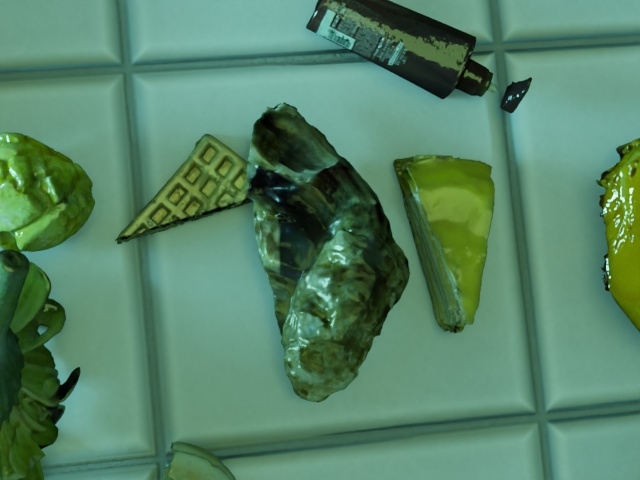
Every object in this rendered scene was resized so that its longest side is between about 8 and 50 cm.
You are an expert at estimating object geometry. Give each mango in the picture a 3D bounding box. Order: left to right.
[{"bbox_3d":[0.374,0.014,1.398,0.153,0.126,0.252,-19,96,-30],"label":"mango"}]

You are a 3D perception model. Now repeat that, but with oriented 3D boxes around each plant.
[{"bbox_3d":[-0.305,0.114,1.208,0.297,0.261,0.306,-35,64,16],"label":"plant"}]

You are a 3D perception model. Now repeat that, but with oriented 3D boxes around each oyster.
[{"bbox_3d":[-0.004,0.002,1.350,0.166,0.094,0.294,-25,90,-15],"label":"oyster"}]

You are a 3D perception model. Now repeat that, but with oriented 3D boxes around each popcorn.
[{"bbox_3d":[-0.284,-0.042,1.314,0.120,0.116,0.106,9,116,-47],"label":"popcorn"}]

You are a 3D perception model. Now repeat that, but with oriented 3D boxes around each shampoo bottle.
[{"bbox_3d":[0.104,-0.199,1.407,0.236,0.068,0.067,25,78,-6],"label":"shampoo bottle"}]

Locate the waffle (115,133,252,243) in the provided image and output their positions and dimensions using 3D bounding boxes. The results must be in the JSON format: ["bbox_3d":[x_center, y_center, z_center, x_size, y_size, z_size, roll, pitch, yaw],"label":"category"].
[{"bbox_3d":[-0.126,-0.028,1.373,0.097,0.023,0.153,41,77,-2],"label":"waffle"}]

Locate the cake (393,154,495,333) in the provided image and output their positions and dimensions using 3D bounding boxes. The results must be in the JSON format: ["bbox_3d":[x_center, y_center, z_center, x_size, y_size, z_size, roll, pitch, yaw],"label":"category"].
[{"bbox_3d":[0.119,-0.006,1.384,0.116,0.080,0.185,18,85,-9],"label":"cake"}]

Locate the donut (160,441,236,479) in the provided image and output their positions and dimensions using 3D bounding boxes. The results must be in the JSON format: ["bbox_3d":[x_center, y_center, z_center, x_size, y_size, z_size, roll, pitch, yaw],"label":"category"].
[{"bbox_3d":[-0.128,0.287,1.306,0.108,0.065,0.166,25,69,-22],"label":"donut"}]
